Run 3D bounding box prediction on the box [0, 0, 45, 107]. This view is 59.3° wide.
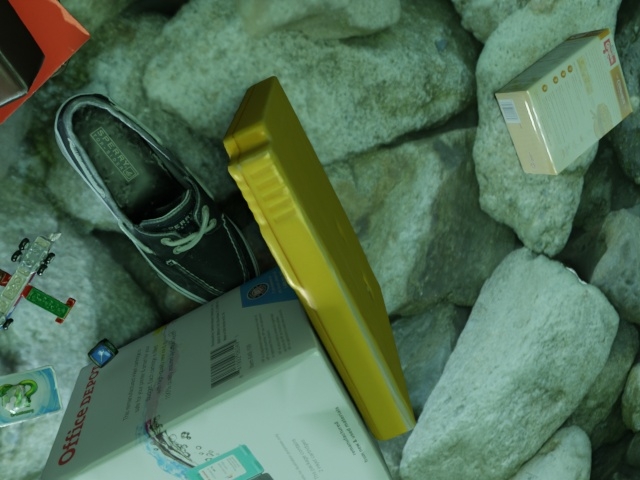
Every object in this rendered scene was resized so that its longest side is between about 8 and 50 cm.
[{"bbox_3d":[-0.373,-0.233,0.343,0.191,0.143,0.381,-27,123,-3],"label":"box"}]

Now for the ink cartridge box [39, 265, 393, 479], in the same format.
[{"bbox_3d":[-0.100,0.195,0.591,0.270,0.198,0.197,-27,113,0],"label":"ink cartridge box"}]

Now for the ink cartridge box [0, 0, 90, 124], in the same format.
[{"bbox_3d":[-0.353,-0.204,0.473,0.189,0.066,0.232,-40,113,7],"label":"ink cartridge box"}]

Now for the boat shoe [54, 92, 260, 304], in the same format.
[{"bbox_3d":[-0.160,-0.029,0.606,0.108,0.102,0.301,-40,115,-14],"label":"boat shoe"}]

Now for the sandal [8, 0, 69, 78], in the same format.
[{"bbox_3d":[-0.283,-0.266,0.526,0.090,0.060,0.219,-10,120,-10],"label":"sandal"}]

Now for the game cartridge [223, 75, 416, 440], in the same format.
[{"bbox_3d":[0.000,0.000,0.601,0.052,0.285,0.324,-25,112,9],"label":"game cartridge"}]

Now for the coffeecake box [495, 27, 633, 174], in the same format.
[{"bbox_3d":[0.374,-0.210,0.857,0.185,0.068,0.142,-37,114,-16],"label":"coffeecake box"}]

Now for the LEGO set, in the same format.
[{"bbox_3d":[-0.338,0.097,0.568,0.244,0.060,0.183,-12,94,-11],"label":"LEGO set"}]
